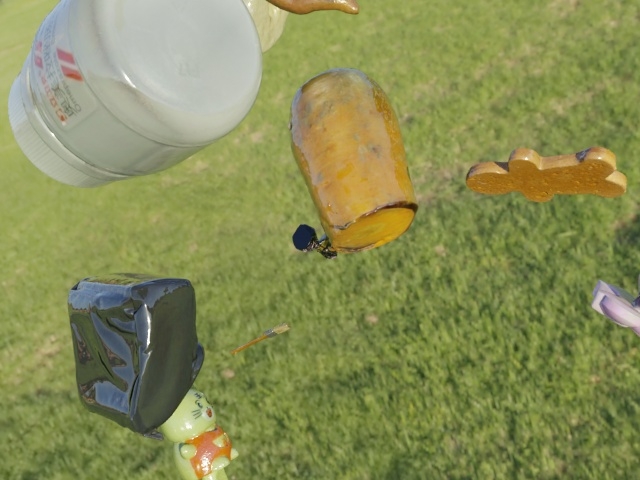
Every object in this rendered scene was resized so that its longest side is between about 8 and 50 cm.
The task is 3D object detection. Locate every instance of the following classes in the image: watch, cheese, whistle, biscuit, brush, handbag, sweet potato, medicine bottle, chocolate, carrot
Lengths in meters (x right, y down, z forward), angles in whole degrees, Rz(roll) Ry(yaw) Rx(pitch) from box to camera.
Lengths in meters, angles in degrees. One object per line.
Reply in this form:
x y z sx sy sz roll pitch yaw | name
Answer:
0.700 0.103 1.741 0.217 0.248 0.211 -56 -9 16 | watch
-0.128 -0.534 1.842 0.248 0.173 0.251 -40 53 20 | cheese
-0.231 0.404 1.709 0.106 0.288 0.131 -26 -2 18 | whistle
0.356 -0.109 1.412 0.250 0.165 0.036 -2 66 29 | biscuit
-0.153 0.249 2.206 0.170 0.014 0.043 -28 -24 10 | brush
-0.324 0.197 1.590 0.178 0.275 0.302 -9 6 -36 | handbag
-0.036 -0.304 1.089 0.179 0.044 0.044 22 39 22 | sweet potato
-0.245 -0.201 1.109 0.306 0.245 0.245 -21 13 49 | medicine bottle
0.000 0.003 2.007 0.070 0.072 0.147 -22 -18 34 | chocolate
0.064 -0.166 1.740 0.224 0.341 0.224 -16 -22 -7 | carrot
